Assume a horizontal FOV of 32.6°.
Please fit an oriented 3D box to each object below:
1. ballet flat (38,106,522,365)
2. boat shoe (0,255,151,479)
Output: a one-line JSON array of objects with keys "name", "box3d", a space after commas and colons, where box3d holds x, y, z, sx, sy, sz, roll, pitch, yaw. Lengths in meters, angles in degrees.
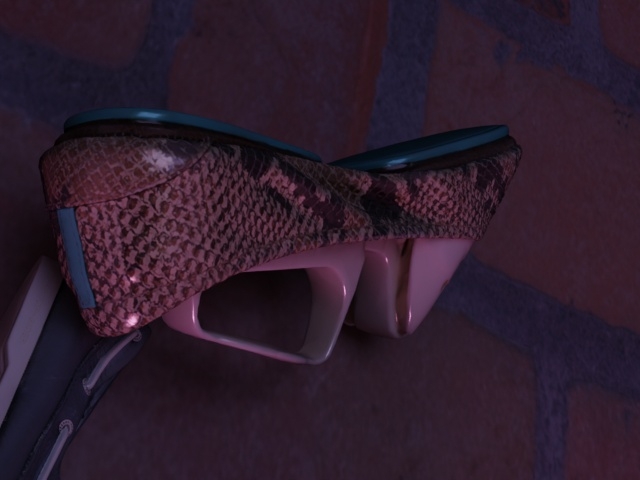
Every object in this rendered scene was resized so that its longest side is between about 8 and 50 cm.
[{"name": "ballet flat", "box3d": [0.000, 0.000, 0.827, 0.483, 0.164, 0.182, -5, 89, -50]}, {"name": "boat shoe", "box3d": [-0.178, 0.154, 0.650, 0.099, 0.116, 0.319, 28, 47, -20]}]
